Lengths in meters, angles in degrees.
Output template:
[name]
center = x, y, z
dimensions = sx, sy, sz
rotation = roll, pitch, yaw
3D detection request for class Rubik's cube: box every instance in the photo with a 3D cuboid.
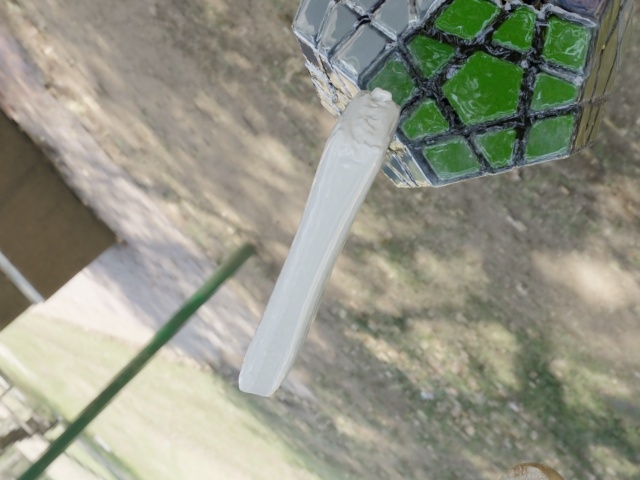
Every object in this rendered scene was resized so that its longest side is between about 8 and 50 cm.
[Rubik's cube]
center = 0.134, -0.193, 0.932
dimensions = 0.319, 0.319, 0.264
rotation = 44, 146, 6

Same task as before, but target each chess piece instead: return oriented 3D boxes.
[chess piece]
center = 0.210, 0.263, 1.010
dimensions = 0.038, 0.083, 0.084
rotation = 23, 179, -41

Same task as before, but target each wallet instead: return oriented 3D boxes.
[wallet]
center = 0.000, 0.000, 0.592
dimensions = 0.033, 0.095, 0.190
rotation = 22, 117, 1
